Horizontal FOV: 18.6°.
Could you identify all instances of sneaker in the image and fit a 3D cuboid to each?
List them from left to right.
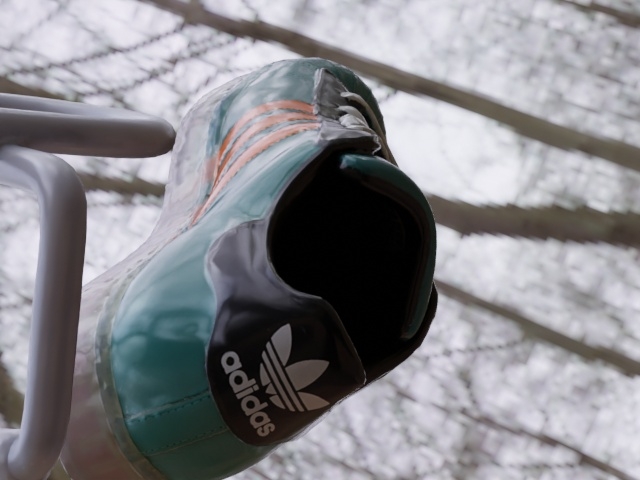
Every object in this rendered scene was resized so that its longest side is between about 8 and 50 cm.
[{"bbox_3d":[0.000,0.000,0.772,0.108,0.121,0.302,63,-156,-20],"label":"sneaker"}]

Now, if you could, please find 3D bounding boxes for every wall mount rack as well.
[{"bbox_3d":[-0.231,0.002,0.583,0.350,0.304,0.130,4,-86,-33],"label":"wall mount rack"}]
